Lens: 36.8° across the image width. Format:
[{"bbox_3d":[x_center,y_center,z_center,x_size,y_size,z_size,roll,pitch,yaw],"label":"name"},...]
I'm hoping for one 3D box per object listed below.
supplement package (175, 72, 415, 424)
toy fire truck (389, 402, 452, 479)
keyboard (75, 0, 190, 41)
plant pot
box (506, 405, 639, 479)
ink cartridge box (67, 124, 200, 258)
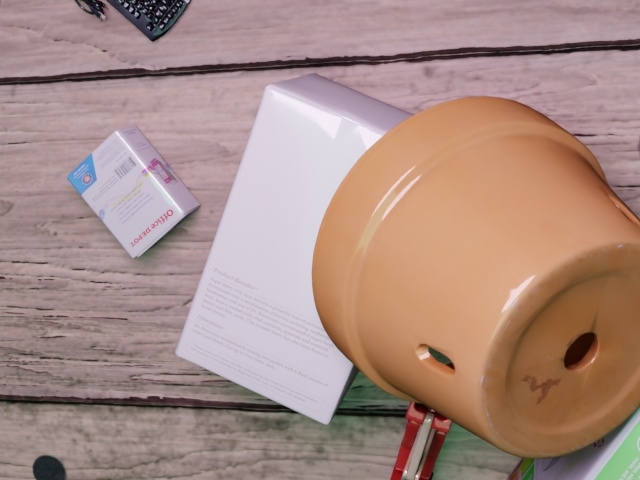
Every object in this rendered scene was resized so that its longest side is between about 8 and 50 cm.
[{"bbox_3d":[0.000,0.000,0.987,0.177,0.175,0.293,24,108,8],"label":"supplement package"},{"bbox_3d":[0.109,0.220,1.035,0.047,0.135,0.192,18,107,10],"label":"toy fire truck"},{"bbox_3d":[-0.240,-0.292,1.051,0.192,0.038,0.100,42,110,2],"label":"keyboard"},{"bbox_3d":[0.165,0.046,0.821,0.290,0.203,0.291,-12,120,-22],"label":"plant pot"},{"bbox_3d":[0.297,0.228,0.938,0.126,0.231,0.262,32,110,5],"label":"box"},{"bbox_3d":[-0.211,-0.055,1.094,0.088,0.052,0.122,-38,91,20],"label":"ink cartridge box"}]
